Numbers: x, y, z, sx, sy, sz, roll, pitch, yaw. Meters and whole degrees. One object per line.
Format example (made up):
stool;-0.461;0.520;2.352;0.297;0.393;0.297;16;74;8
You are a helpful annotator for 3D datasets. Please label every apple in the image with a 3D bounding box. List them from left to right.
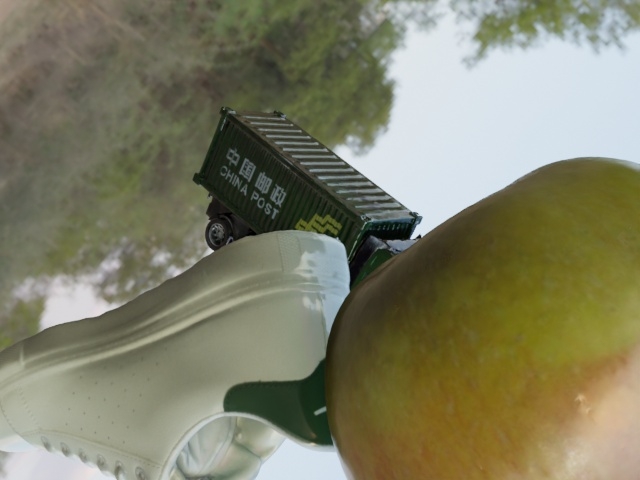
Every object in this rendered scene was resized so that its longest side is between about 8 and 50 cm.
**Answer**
apple;0.119;0.070;0.619;0.260;0.194;0.261;-33;175;-3

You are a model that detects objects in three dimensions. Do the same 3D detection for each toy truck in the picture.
toy truck;0.000;0.000;1.024;0.088;0.259;0.121;-4;127;-50

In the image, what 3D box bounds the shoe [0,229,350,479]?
shoe;-0.116;0.127;0.845;0.363;0.131;0.160;-25;-115;34
